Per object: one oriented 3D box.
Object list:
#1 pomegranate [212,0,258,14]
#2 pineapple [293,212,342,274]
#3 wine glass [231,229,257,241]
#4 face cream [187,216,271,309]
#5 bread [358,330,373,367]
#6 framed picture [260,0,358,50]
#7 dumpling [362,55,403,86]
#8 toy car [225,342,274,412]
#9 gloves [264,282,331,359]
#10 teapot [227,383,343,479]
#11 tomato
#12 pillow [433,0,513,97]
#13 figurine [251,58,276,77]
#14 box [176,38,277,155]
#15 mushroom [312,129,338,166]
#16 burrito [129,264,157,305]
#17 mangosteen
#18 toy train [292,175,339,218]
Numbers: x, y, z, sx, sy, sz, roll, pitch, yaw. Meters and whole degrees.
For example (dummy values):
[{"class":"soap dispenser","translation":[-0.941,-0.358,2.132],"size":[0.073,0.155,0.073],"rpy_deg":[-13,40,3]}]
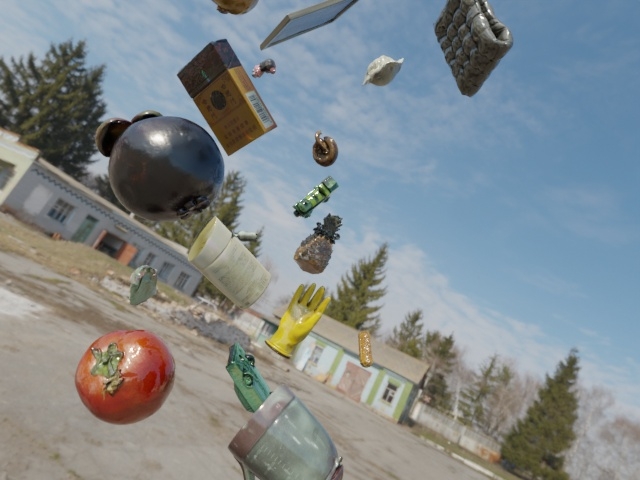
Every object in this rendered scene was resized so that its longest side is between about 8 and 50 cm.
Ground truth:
[{"class":"pomegranate","translation":[-0.288,-0.843,1.397],"size":[0.191,0.191,0.191],"rpy_deg":[26,-14,7]},{"class":"pineapple","translation":[0.000,0.000,1.813],"size":[0.157,0.279,0.158],"rpy_deg":[24,-21,10]},{"class":"wine glass","translation":[-0.242,-0.011,1.348],"size":[0.083,0.042,0.039],"rpy_deg":[5,11,-10]},{"class":"face cream","translation":[-0.322,0.089,1.507],"size":[0.081,0.174,0.349],"rpy_deg":[19,-26,45]},{"class":"bread","translation":[0.172,0.416,1.634],"size":[0.052,0.157,0.044],"rpy_deg":[-29,-53,24]},{"class":"framed picture","translation":[-0.021,-0.641,1.228],"size":[0.211,0.289,0.020],"rpy_deg":[3,-57,61]},{"class":"dumpling","translation":[0.236,-0.664,1.665],"size":[0.187,0.108,0.127],"rpy_deg":[-22,3,24]},{"class":"toy car","translation":[-0.239,0.521,1.500],"size":[0.321,0.097,0.141],"rpy_deg":[62,2,-17]},{"class":"gloves","translation":[-0.080,0.288,1.601],"size":[0.133,0.295,0.116],"rpy_deg":[34,-5,2]},{"class":"teapot","translation":[-0.102,0.636,1.222],"size":[0.312,0.315,0.233],"rpy_deg":[40,14,12]},{"class":"tomato","translation":[-0.659,0.471,1.480],"size":[0.321,0.322,0.321],"rpy_deg":[26,-14,7]},{"class":"pillow","translation":[0.470,-0.655,1.343],"size":[0.101,0.327,0.228],"rpy_deg":[-6,-21,-13]},{"class":"figurine","translation":[-0.250,-0.748,1.862],"size":[0.129,0.072,0.054],"rpy_deg":[-7,-19,33]},{"class":"box","translation":[-0.403,-0.607,1.832],"size":[0.264,0.116,0.416],"rpy_deg":[-19,-71,38]},{"class":"mushroom","translation":[0.018,-0.429,1.978],"size":[0.135,0.080,0.171],"rpy_deg":[-12,-78,30]},{"class":"burrito","translation":[-0.810,0.196,1.935],"size":[0.089,0.144,0.229],"rpy_deg":[40,-43,12]},{"class":"mangosteen","translation":[-0.535,-0.271,1.437],"size":[0.435,0.382,0.382],"rpy_deg":[54,-10,11]},{"class":"toy train","translation":[-0.025,-0.171,1.724],"size":[0.083,0.200,0.132],"rpy_deg":[46,-20,2]}]
